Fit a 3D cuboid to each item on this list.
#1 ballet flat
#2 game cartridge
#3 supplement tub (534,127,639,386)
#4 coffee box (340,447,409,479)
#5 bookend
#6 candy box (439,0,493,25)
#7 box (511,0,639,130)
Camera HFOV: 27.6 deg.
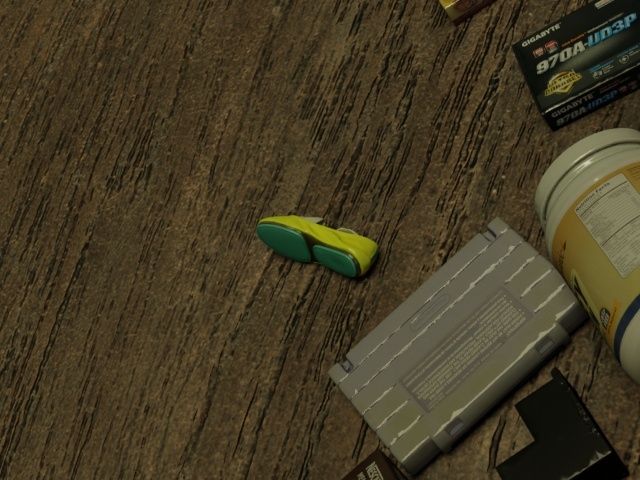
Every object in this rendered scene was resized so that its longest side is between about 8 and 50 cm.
[{"bbox_3d":[0.000,0.000,2.136,0.231,0.077,0.077,19,50,38],"label":"ballet flat"},{"bbox_3d":[0.202,0.151,1.894,0.355,0.068,0.230,-42,50,0],"label":"game cartridge"},{"bbox_3d":[0.435,0.021,1.712,0.228,0.228,0.316,-34,46,8],"label":"supplement tub"},{"bbox_3d":[0.029,0.413,1.755,0.246,0.098,0.141,-41,16,1],"label":"coffee box"},{"bbox_3d":[0.297,0.280,1.727,0.157,0.072,0.156,-36,45,7],"label":"bookend"},{"bbox_3d":[0.244,-0.478,2.321,0.109,0.053,0.187,-32,48,10],"label":"candy box"},{"bbox_3d":[0.431,-0.293,2.064,0.220,0.051,0.175,-27,48,16],"label":"box"}]
